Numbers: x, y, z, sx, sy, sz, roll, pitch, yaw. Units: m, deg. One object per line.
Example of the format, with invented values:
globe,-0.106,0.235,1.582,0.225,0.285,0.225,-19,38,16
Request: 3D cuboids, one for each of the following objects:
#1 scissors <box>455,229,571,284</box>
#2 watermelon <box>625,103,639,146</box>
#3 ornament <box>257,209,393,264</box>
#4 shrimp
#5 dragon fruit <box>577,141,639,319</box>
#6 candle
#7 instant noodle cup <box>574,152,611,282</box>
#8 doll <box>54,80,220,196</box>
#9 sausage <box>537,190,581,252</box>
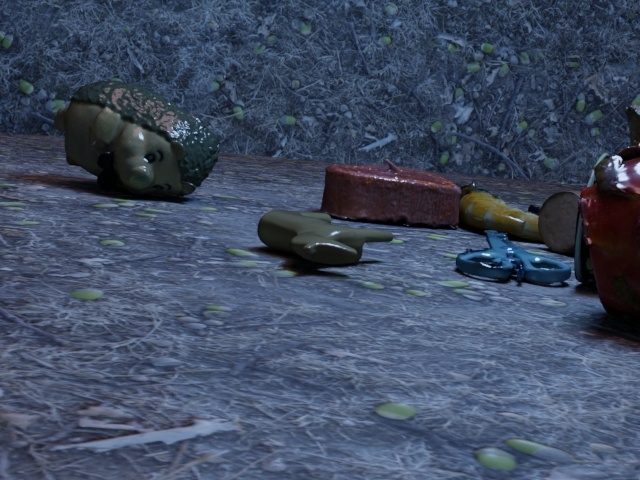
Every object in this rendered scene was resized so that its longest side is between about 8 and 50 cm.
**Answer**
scissors,0.310,0.025,1.778,0.180,0.032,0.393,6,9,2
watermelon,0.747,-0.133,2.192,0.151,0.302,0.264,-5,13,-2
ornament,0.000,0.000,1.619,0.230,0.061,0.245,16,11,40
shrimp,0.413,-0.064,2.319,0.272,0.085,0.445,10,10,-14
dragon fruit,0.493,-0.011,1.362,0.291,0.269,0.250,-12,38,15
candle,0.165,-0.104,2.243,0.287,0.131,0.317,15,13,34
instant noodle cup,0.527,-0.015,1.621,0.236,0.216,0.215,12,10,24
doll,-0.385,-0.199,2.198,0.349,0.247,0.247,17,12,22
sausage,0.554,-0.033,2.060,0.253,0.123,0.123,2,9,-36
